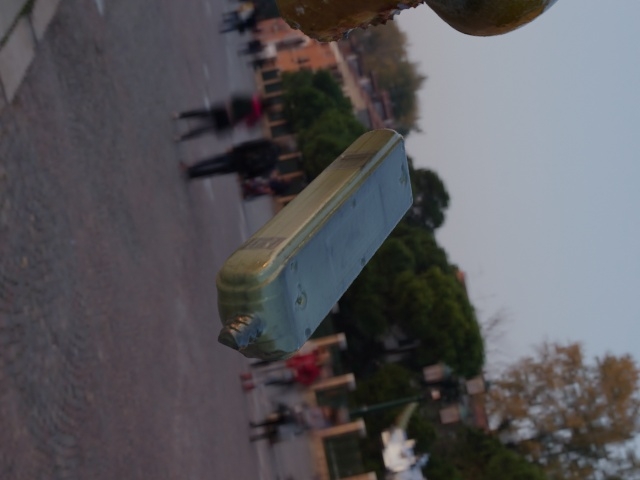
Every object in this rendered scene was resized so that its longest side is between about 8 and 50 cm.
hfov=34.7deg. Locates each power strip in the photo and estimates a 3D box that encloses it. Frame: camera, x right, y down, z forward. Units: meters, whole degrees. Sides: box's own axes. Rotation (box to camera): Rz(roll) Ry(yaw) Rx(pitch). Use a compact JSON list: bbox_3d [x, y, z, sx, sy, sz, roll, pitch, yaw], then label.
[{"bbox_3d":[0.000,0.000,0.932,0.387,0.066,0.092,-48,130,-57],"label":"power strip"}]

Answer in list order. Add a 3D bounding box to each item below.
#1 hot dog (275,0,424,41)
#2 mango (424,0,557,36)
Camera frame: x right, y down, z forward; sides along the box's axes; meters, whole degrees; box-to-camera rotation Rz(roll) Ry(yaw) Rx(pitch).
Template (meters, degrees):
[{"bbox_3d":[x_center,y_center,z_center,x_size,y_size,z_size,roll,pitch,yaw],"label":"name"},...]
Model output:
[{"bbox_3d":[0.147,-0.409,1.308,0.196,0.365,0.367,61,34,-20],"label":"hot dog"},{"bbox_3d":[0.184,-0.350,1.014,0.146,0.192,0.316,-52,160,-44],"label":"mango"}]
